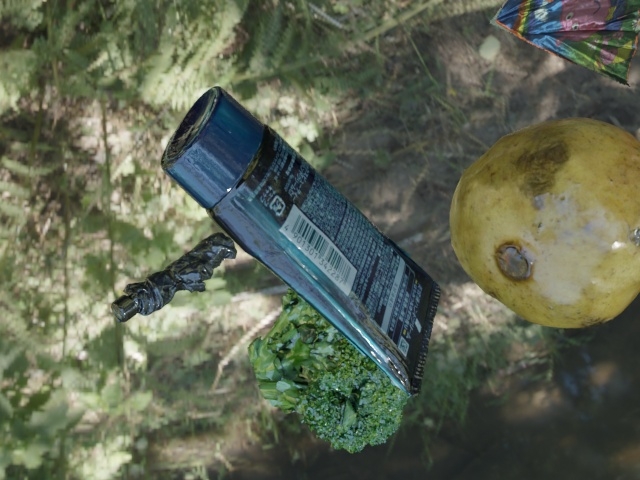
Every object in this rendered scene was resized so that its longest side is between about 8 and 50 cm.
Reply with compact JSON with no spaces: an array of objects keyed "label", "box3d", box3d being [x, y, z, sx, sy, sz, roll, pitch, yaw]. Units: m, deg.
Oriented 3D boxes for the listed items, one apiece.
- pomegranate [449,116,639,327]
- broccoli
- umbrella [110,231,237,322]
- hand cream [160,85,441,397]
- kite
[{"label":"pomegranate","box3d":[0.308,-0.026,1.277,0.281,0.281,0.281,-6,128,-8]},{"label":"broccoli","box3d":[0.019,0.119,0.946,0.156,0.195,0.195,-24,129,1]},{"label":"umbrella","box3d":[-0.225,0.064,1.530,0.080,0.224,0.071,-26,95,54]},{"label":"hand cream","box3d":[0.000,0.000,0.746,0.270,0.120,0.061,41,132,-23]},{"label":"kite","box3d":[0.247,-0.247,0.890,0.233,0.016,0.321,-24,136,-14]}]
